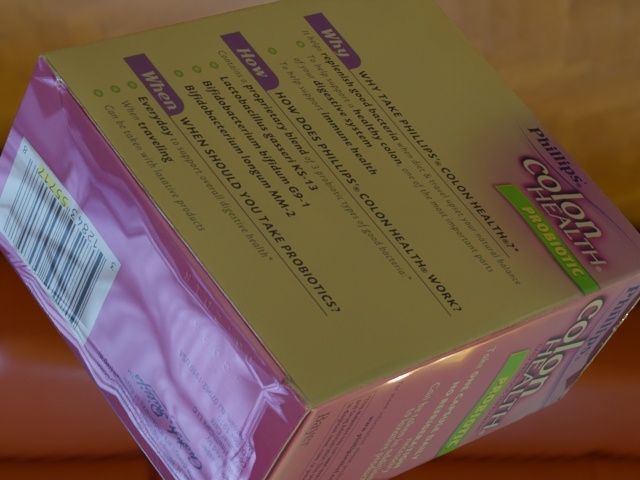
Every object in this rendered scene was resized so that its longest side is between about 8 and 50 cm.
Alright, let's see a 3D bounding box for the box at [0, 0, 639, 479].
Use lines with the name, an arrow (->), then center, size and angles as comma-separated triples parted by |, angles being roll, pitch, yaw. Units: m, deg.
box -> 0.000, 0.000, 0.911 | 0.243, 0.213, 0.117 | -19, 150, -40
